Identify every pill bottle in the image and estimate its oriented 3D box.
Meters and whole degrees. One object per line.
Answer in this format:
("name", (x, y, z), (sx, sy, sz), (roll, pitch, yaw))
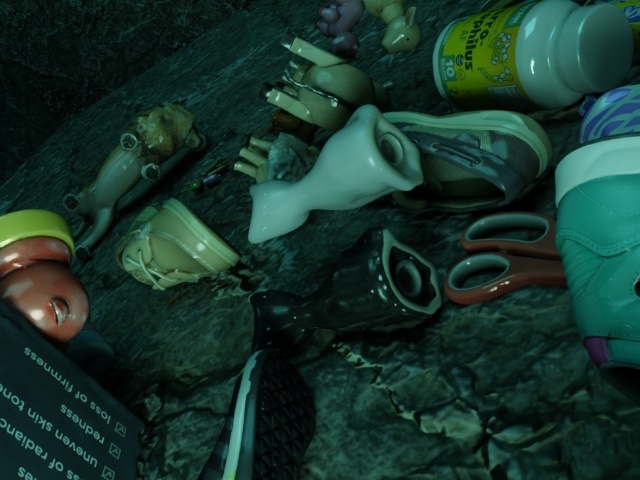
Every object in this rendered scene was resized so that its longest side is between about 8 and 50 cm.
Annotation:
("pill bottle", (0.233, -0.205, 0.796), (0.117, 0.117, 0.208), (-45, 27, -17))

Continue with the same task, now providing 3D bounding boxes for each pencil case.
("pencil case", (0.266, -0.053, 0.536), (0.088, 0.086, 0.206), (-55, 18, 27))

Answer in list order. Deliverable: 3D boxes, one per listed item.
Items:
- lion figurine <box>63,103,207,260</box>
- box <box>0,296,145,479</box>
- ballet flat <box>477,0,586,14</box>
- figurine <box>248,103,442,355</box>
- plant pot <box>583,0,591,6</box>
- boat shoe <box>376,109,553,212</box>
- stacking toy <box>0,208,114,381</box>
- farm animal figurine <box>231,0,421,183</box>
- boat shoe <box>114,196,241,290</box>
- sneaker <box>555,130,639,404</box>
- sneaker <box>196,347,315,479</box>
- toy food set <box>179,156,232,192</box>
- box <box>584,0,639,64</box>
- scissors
("lion figurine", (-0.409, -0.128, 1.455), (0.392, 0.142, 0.240), (-39, 18, 5))
("box", (-0.412, 0.219, 0.486), (0.297, 0.480, 0.471), (-33, 26, 11))
("ballet flat", (0.249, -0.298, 0.911), (0.232, 0.080, 0.073), (160, 116, -63))
("figurine", (0.000, 0.000, 0.712), (0.209, 0.092, 0.214), (-24, 59, 37))
("plant pot", (0.383, -0.346, 0.943), (0.236, 0.032, 0.236), (-28, 27, 16))
("boat shoe", (0.104, -0.077, 0.768), (0.285, 0.102, 0.092), (4, 42, 46))
("stacking toy", (-0.375, 0.135, 0.800), (0.280, 0.309, 0.130), (-26, 64, -21))
("farm animal figurine", (0.041, -0.227, 0.967), (0.330, 0.172, 0.326), (-65, -1, 32))
("boat shoe", (-0.210, 0.021, 0.991), (0.110, 0.121, 0.341), (-50, 18, -16))
("sneaker", (0.266, 0.042, 0.348), (0.296, 0.124, 0.178), (3, 69, 19))
("sneaker", (-0.072, 0.184, 0.572), (0.097, 0.084, 0.234), (-26, 28, 24))
("toy food set", (-0.202, -0.119, 1.314), (0.078, 0.019, 0.122), (-10, 29, 43))
("box", (0.346, -0.227, 0.766), (0.059, 0.054, 0.169), (-42, 27, -10))
("scissors", (0.218, 0.014, 0.562), (0.297, 0.021, 0.109), (-1, 43, 52))
